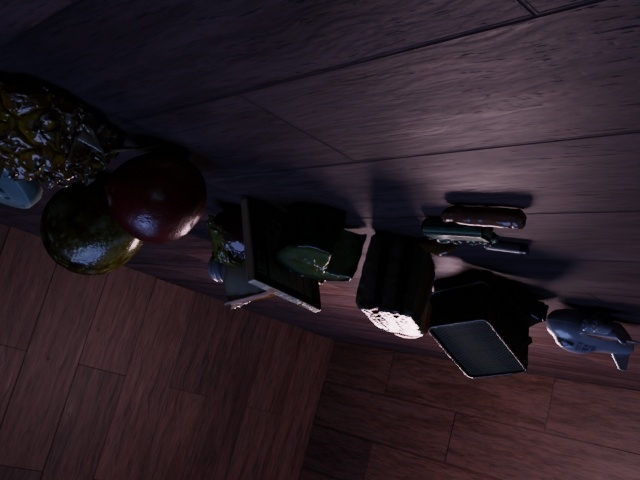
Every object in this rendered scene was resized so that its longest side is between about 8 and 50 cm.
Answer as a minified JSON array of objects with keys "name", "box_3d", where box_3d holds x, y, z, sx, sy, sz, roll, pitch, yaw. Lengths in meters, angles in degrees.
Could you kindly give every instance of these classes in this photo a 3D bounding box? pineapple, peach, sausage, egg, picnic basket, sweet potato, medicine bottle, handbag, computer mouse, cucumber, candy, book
[{"name":"pineapple","box_3d":[-0.478,-0.174,1.319,0.334,0.161,0.158,28,161,-37]},{"name":"peach","box_3d":[-0.322,-0.084,1.453,0.197,0.197,0.197,15,168,3]},{"name":"sausage","box_3d":[0.272,-0.040,1.280,0.158,0.036,0.042,5,129,40]},{"name":"egg","box_3d":[-0.125,0.062,1.936,0.286,0.174,0.264,-16,177,36]},{"name":"picnic basket","box_3d":[0.379,0.201,1.782,0.165,0.139,0.266,-14,134,34]},{"name":"sweet potato","box_3d":[0.244,0.014,1.570,0.095,0.034,0.034,7,166,41]},{"name":"medicine bottle","box_3d":[-0.229,0.090,2.260,0.215,0.135,0.135,8,166,33]},{"name":"handbag","box_3d":[0.435,0.165,1.933,0.247,0.080,0.223,17,159,-3]},{"name":"computer mouse","box_3d":[-0.777,-0.172,1.849,0.159,0.097,0.288,16,157,4]},{"name":"cucumber","box_3d":[-0.010,-0.002,1.624,0.191,0.130,0.191,11,161,4]},{"name":"candy","box_3d":[0.180,0.108,1.736,0.135,0.179,0.320,10,168,15]},{"name":"egg","box_3d":[-0.551,-0.034,1.855,0.289,0.238,0.238,-6,158,36]},{"name":"book","box_3d":[-0.087,0.038,1.714,0.027,0.202,0.264,-22,151,25]}]

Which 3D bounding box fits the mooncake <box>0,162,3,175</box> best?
[{"name":"mooncake","box_3d":[-0.811,-0.205,1.508,0.356,0.194,0.356,14,169,3]}]

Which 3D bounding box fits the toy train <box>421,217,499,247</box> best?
[{"name":"toy train","box_3d":[0.260,-0.016,1.406,0.148,0.038,0.071,4,161,45]}]

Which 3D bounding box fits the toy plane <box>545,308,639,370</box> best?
[{"name":"toy plane","box_3d":[0.670,0.239,1.870,0.245,0.117,0.244,14,170,3]}]

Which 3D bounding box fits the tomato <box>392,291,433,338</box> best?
[{"name":"tomato","box_3d":[0.256,0.195,2.093,0.167,0.167,0.167,15,168,3]}]

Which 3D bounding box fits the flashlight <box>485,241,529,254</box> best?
[{"name":"flashlight","box_3d":[0.361,0.014,1.455,0.083,0.018,0.018,8,166,33]}]

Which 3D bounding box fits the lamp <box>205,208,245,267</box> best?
[{"name":"lamp","box_3d":[-0.194,-0.002,1.796,0.157,0.135,0.156,11,168,10]}]
